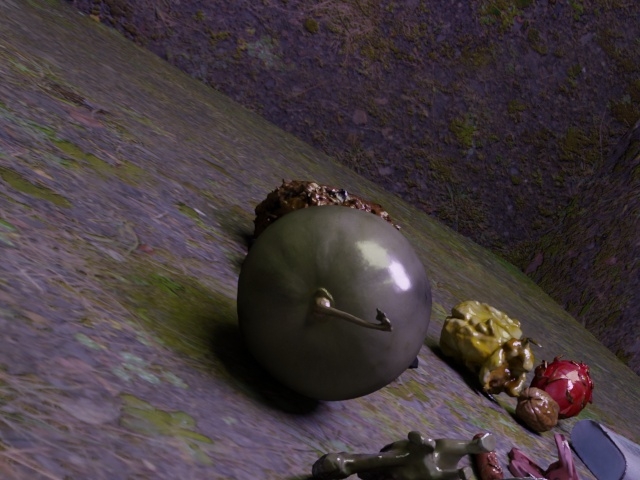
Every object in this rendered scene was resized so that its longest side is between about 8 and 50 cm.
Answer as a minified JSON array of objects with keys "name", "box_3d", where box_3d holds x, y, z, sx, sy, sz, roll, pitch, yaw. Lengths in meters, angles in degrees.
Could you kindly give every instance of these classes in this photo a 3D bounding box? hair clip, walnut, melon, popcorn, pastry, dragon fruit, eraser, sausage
[{"name":"hair clip","box_3d":[0.376,0.398,1.705,0.123,0.102,0.138,-63,132,-77]},{"name":"walnut","box_3d":[0.419,0.327,1.998,0.096,0.083,0.079,46,29,-44]},{"name":"melon","box_3d":[0.019,0.081,1.337,0.272,0.272,0.308,43,1,29]},{"name":"popcorn","box_3d":[0.325,0.204,2.020,0.168,0.173,0.195,46,11,-26]},{"name":"pastry","box_3d":[0.000,0.000,1.841,0.275,0.192,0.275,15,-2,1]},{"name":"dragon fruit","box_3d":[0.497,0.318,2.172,0.136,0.133,0.166,41,53,19]},{"name":"eraser","box_3d":[0.626,0.459,2.087,0.227,0.081,0.174,31,16,-32]},{"name":"sausage","box_3d":[0.254,0.332,1.585,0.036,0.042,0.158,-7,9,4]}]

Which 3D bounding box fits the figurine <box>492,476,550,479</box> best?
[{"name":"figurine","box_3d":[0.217,0.367,1.149,0.250,0.167,0.141,58,24,-56]}]

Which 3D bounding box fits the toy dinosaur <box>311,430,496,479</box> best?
[{"name":"toy dinosaur","box_3d":[0.116,0.261,1.181,0.294,0.162,0.077,34,52,-43]}]

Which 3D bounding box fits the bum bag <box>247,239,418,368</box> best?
[{"name":"bum bag","box_3d":[0.023,0.101,1.672,0.340,0.095,0.144,39,-4,1]}]
